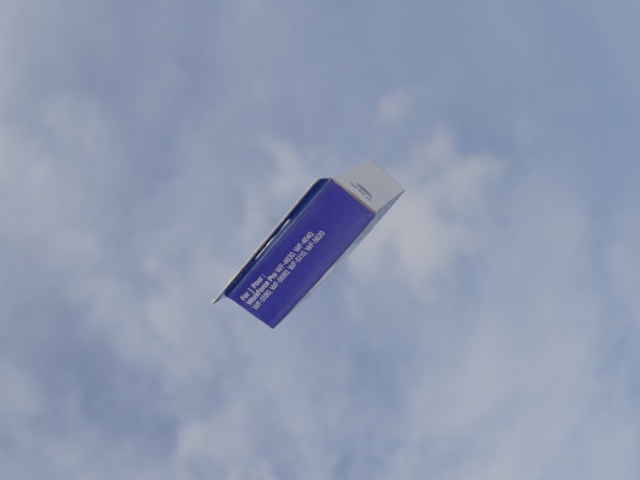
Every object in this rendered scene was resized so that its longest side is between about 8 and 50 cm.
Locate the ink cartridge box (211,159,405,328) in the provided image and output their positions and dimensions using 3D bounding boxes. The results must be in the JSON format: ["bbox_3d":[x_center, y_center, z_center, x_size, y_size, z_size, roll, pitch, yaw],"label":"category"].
[{"bbox_3d":[0.000,0.000,1.137,0.065,0.165,0.333,43,-166,4],"label":"ink cartridge box"}]
